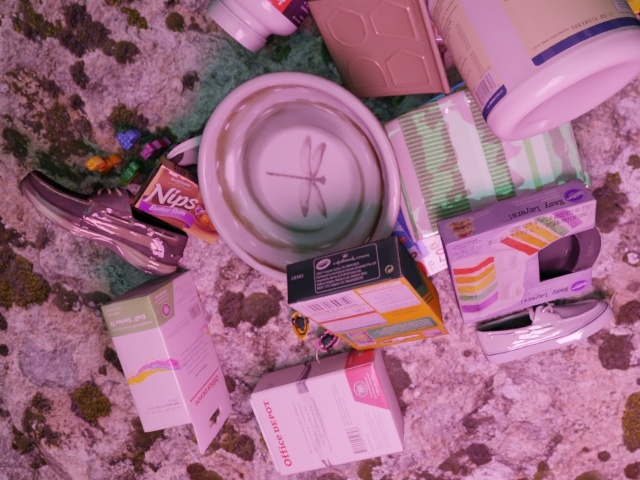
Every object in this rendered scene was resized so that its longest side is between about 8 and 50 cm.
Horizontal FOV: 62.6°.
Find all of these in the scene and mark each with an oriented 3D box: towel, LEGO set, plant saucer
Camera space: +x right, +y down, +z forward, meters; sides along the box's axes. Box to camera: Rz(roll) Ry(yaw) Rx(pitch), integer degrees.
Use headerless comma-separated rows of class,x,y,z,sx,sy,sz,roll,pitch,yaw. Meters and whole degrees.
towel,0.285,-0.152,0.945,0.325,0.038,0.247,-19,96,14
LEGO set,-0.444,-0.166,1.144,0.227,0.093,0.087,-41,91,16
plant saucer,-0.038,-0.114,0.995,0.401,0.100,0.400,8,112,19

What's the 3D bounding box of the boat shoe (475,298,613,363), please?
boat shoe,0.436,0.163,1.040,0.258,0.095,0.084,-26,100,14

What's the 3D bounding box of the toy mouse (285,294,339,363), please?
toy mouse,0.011,0.181,1.148,0.143,0.031,0.161,-15,83,8

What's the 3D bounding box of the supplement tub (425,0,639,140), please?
supplement tub,0.304,-0.343,0.796,0.235,0.235,0.324,-26,77,15

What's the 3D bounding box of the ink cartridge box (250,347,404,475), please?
ink cartridge box,0.018,0.369,1.150,0.283,0.117,0.207,-17,98,14

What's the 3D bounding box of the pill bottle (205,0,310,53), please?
pill bottle,-0.063,-0.509,0.955,0.181,0.181,0.323,42,106,0

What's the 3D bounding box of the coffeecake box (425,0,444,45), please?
coffeecake box,0.194,-0.459,0.973,0.142,0.068,0.185,-1,101,9

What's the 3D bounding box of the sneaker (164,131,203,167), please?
sneaker,-0.201,-0.182,1.093,0.272,0.100,0.108,-13,104,13

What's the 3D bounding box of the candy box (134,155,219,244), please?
candy box,-0.278,-0.081,1.105,0.187,0.053,0.109,30,108,-32

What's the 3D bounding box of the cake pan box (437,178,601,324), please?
cake pan box,0.367,0.029,0.968,0.267,0.070,0.245,-17,134,7

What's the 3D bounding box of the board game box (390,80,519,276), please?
board game box,0.233,-0.111,1.028,0.308,0.086,0.302,-28,95,15

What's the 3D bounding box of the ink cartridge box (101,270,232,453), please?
ink cartridge box,-0.322,0.266,1.148,0.119,0.207,0.353,-14,98,12

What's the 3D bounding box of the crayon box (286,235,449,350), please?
crayon box,0.100,0.113,0.981,0.203,0.323,0.083,-16,59,20

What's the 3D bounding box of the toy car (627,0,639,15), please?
toy car,0.455,-0.381,0.948,0.239,0.053,0.225,20,105,7

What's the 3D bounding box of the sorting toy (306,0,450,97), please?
sorting toy,0.088,-0.377,0.901,0.229,0.041,0.307,11,148,36

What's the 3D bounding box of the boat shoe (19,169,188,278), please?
boat shoe,-0.445,-0.056,1.125,0.355,0.132,0.130,34,91,-26
